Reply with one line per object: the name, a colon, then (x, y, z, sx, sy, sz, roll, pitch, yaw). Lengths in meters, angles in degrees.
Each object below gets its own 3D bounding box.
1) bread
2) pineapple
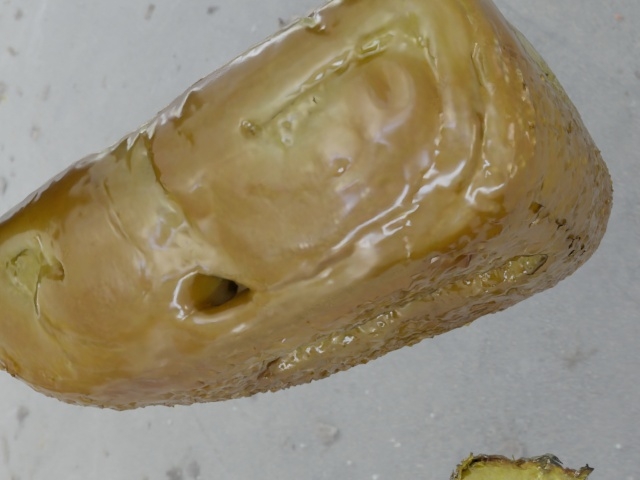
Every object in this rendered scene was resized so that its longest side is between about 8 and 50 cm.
bread: (0.003, 0.007, 0.520, 0.328, 0.337, 0.148, -28, 75, 18)
pineapple: (0.223, 0.408, 1.218, 0.158, 0.334, 0.161, 33, 133, 22)
